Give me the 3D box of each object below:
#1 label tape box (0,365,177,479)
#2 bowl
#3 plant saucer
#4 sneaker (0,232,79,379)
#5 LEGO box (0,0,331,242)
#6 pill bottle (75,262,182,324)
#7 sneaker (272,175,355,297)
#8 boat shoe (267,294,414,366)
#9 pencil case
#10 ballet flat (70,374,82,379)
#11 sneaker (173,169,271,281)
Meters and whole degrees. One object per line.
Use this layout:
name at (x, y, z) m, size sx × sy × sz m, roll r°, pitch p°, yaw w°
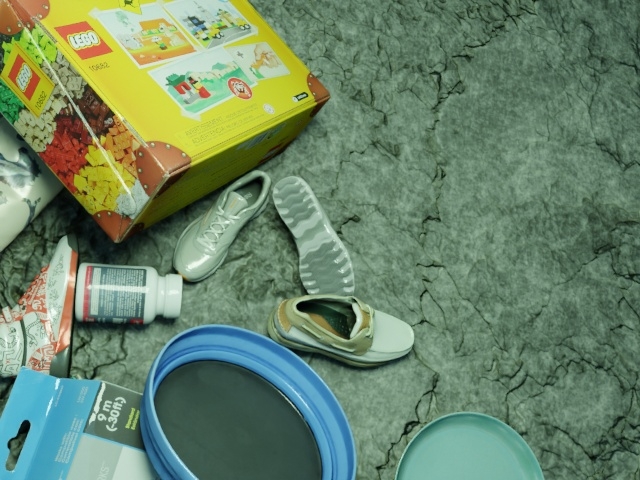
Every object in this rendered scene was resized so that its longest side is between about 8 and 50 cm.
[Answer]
label tape box at (-0.353, 0.369, 1.204) m, size 0.348 × 0.115 × 0.249 m, roll 25°, pitch 64°, yaw -23°
bowl at (-0.119, 0.313, 1.237) m, size 0.391 × 0.077 × 0.391 m, roll 28°, pitch 29°, yaw -17°
plant saucer at (0.284, 0.492, 1.423) m, size 0.318 × 0.044 × 0.317 m, roll 4°, pitch 73°, yaw -13°
sneaker at (-0.505, 0.111, 1.299) m, size 0.145 × 0.090 × 0.270 m, roll 4°, pitch 73°, yaw -14°
LEGO box at (-0.270, -0.274, 1.312) m, size 0.372 × 0.193 × 0.500 m, roll 49°, pitch 39°, yaw 3°
pill bottle at (-0.344, 0.098, 1.337) m, size 0.180 × 0.108 × 0.108 m, roll 4°, pitch 73°, yaw -14°
sneaker at (0.000, 0.000, 1.465) m, size 0.105 × 0.115 × 0.281 m, roll -18°, pitch 97°, yaw 11°
boat shoe at (0.057, 0.168, 1.406) m, size 0.302 × 0.103 × 0.113 m, roll 9°, pitch 60°, yaw -25°
pencil case at (-0.568, -0.107, 1.309) m, size 0.183 × 0.160 × 0.410 m, roll 42°, pitch 67°, yaw -17°
ballet flat at (-0.411, 0.319, 1.290) m, size 0.052 × 0.057 × 0.168 m, roll 8°, pitch 73°, yaw -42°
sneaker at (-0.188, -0.040, 1.415) m, size 0.099 × 0.121 × 0.262 m, roll 36°, pitch 68°, yaw -2°
